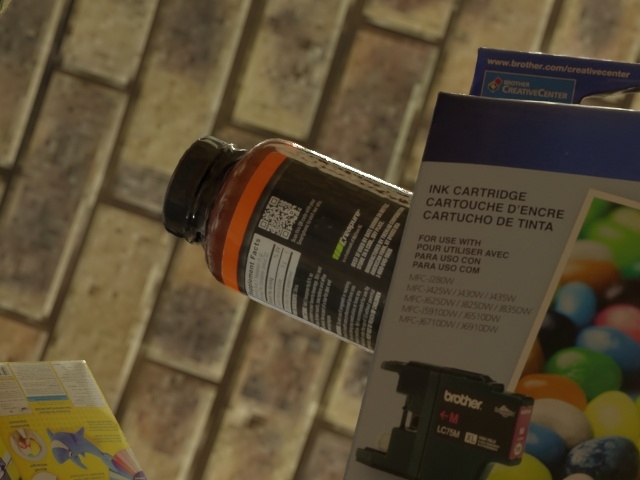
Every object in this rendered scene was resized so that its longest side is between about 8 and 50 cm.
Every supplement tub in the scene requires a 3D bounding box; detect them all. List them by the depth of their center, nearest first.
[{"bbox_3d":[0.000,0.000,1.215,0.106,0.198,0.106,-55,160,-32],"label":"supplement tub"}]

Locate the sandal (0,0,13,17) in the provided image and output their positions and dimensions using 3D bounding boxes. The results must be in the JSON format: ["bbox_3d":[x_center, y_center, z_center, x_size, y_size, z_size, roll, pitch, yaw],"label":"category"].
[{"bbox_3d":[-0.176,-0.251,0.926,0.120,0.086,0.303,-45,148,-67],"label":"sandal"}]

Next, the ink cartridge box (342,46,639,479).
[{"bbox_3d":[0.123,0.042,0.872,0.065,0.185,0.311,62,39,-60],"label":"ink cartridge box"}]

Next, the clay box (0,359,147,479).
[{"bbox_3d":[-0.206,0.199,1.550,0.127,0.222,0.053,2,138,-46],"label":"clay box"}]
